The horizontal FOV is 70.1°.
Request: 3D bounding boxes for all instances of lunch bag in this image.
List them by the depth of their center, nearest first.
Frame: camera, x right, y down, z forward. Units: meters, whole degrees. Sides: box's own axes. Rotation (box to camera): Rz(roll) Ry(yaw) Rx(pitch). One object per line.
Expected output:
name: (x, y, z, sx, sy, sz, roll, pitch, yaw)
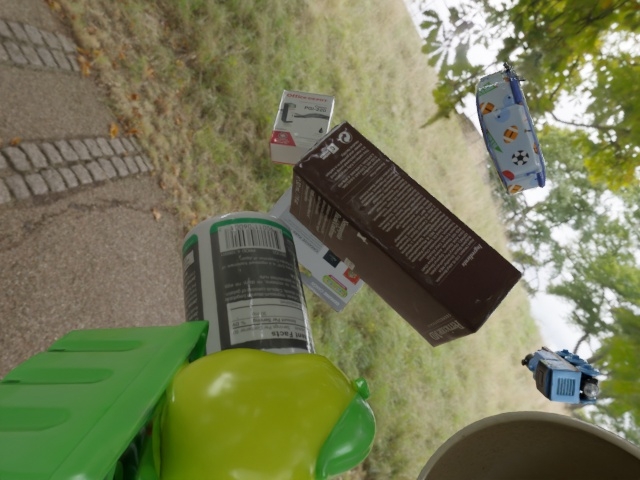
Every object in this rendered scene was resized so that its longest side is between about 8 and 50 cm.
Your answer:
lunch bag: (0.469, -0.280, 1.129, 0.303, 0.115, 0.243, 67, 28, -19)

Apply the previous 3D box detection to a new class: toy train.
toy train: (0.477, 0.265, 0.916, 0.184, 0.105, 0.080, -34, 129, -83)

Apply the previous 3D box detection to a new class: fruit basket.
fruit basket: (-0.142, 0.227, 0.447, 0.392, 0.283, 0.392, 13, 7, -2)

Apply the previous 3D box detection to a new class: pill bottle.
pill bottle: (-0.116, 0.150, 0.748, 0.204, 0.204, 0.361, 41, 31, -55)

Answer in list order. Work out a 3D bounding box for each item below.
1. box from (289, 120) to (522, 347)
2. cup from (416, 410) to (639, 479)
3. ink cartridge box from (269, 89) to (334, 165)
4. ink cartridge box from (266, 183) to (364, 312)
box: (0.124, -0.002, 0.794, 0.381, 0.143, 0.191, 42, -19, 10)
cup: (0.278, 0.369, 0.464, 0.237, 0.331, 0.331, 29, 24, -34)
ink cartridge box: (-0.051, -0.329, 1.338, 0.092, 0.159, 0.218, 94, 5, -59)
ink cartridge box: (0.000, 0.000, 1.224, 0.309, 0.272, 0.130, 40, -17, -4)
